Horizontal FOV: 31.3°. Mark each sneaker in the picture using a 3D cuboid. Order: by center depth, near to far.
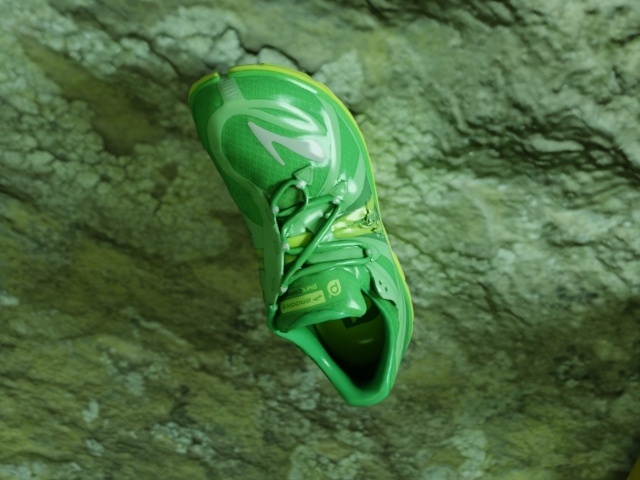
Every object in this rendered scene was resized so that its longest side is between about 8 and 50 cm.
[{"bbox_3d":[0.000,0.000,0.837,0.110,0.123,0.295,-21,120,14],"label":"sneaker"}]

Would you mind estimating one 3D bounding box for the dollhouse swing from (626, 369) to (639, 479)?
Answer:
[{"bbox_3d":[0.437,0.222,0.897,0.347,0.315,0.304,13,102,-9],"label":"dollhouse swing"}]
